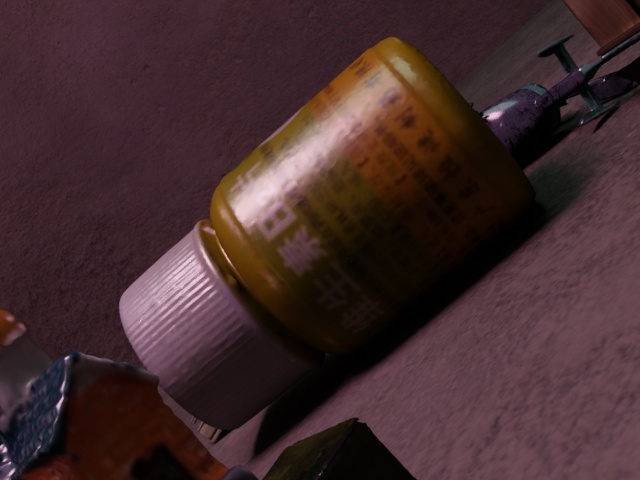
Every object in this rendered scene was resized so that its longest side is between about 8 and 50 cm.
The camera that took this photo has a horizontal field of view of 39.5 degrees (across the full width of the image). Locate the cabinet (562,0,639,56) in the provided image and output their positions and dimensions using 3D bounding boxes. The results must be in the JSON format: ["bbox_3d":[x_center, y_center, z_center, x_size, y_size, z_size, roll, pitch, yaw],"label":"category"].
[{"bbox_3d":[0.434,-0.408,1.279,0.215,0.175,0.148,-47,8,-36],"label":"cabinet"}]

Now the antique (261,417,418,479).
[{"bbox_3d":[-0.029,0.193,0.414,0.081,0.080,0.221,-36,9,49],"label":"antique"}]

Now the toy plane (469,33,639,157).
[{"bbox_3d":[0.239,-0.146,1.051,0.155,0.106,0.381,-32,-4,-25],"label":"toy plane"}]

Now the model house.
[{"bbox_3d":[-0.210,0.185,0.642,0.190,0.301,0.271,-38,2,-40],"label":"model house"}]

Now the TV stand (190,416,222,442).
[{"bbox_3d":[-0.100,0.176,1.156,0.036,0.042,0.249,-61,-5,25],"label":"TV stand"}]

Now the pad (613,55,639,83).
[{"bbox_3d":[0.356,-0.192,0.766,0.116,0.004,0.193,-1,-28,-47],"label":"pad"}]

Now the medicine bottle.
[{"bbox_3d":[0.000,0.000,0.890,0.384,0.224,0.224,-41,6,9],"label":"medicine bottle"}]
